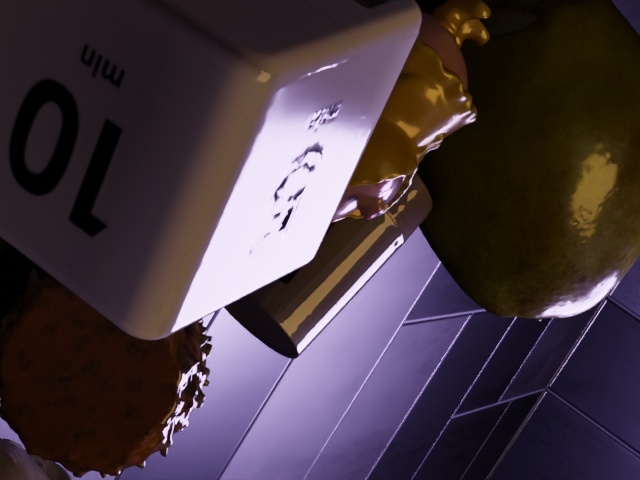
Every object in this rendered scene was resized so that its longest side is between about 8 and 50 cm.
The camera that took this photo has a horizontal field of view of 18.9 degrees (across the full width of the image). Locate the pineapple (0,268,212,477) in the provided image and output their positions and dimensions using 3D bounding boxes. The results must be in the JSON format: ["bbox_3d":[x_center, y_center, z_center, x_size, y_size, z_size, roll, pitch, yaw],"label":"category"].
[{"bbox_3d":[-0.137,0.082,1.409,0.158,0.158,0.279,-57,174,8],"label":"pineapple"}]

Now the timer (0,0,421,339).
[{"bbox_3d":[-0.087,-0.088,1.133,0.194,0.192,0.195,-26,147,-55],"label":"timer"}]

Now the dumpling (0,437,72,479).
[{"bbox_3d":[-0.244,0.212,1.387,0.199,0.136,0.118,-20,150,-42],"label":"dumpling"}]

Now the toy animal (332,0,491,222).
[{"bbox_3d":[0.041,-0.107,1.520,0.230,0.156,0.156,-41,160,-7],"label":"toy animal"}]

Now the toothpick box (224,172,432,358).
[{"bbox_3d":[0.000,0.000,1.635,0.180,0.111,0.111,-47,161,-15],"label":"toothpick box"}]

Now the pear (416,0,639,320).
[{"bbox_3d":[0.191,-0.082,1.724,0.269,0.269,0.321,-27,121,-54],"label":"pear"}]
